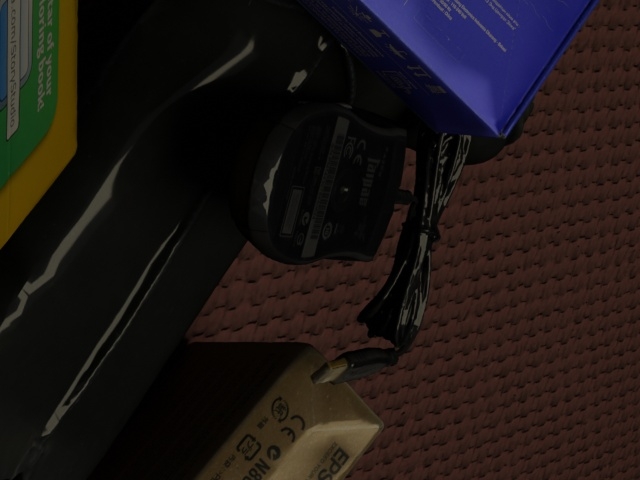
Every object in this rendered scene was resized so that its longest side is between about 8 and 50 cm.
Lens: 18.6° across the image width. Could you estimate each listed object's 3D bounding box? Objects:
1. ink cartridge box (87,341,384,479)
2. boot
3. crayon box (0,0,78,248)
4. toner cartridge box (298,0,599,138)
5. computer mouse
[{"bbox_3d":[-0.094,0.179,1.313,0.088,0.193,0.234,47,69,-17],"label":"ink cartridge box"},{"bbox_3d":[-0.064,-0.007,1.252,0.445,0.146,0.367,-59,141,-14],"label":"boot"},{"bbox_3d":[-0.207,-0.128,0.870,0.313,0.106,0.363,-63,163,-54],"label":"crayon box"},{"bbox_3d":[0.017,-0.227,1.100,0.348,0.075,0.165,42,74,-26],"label":"toner cartridge box"},{"bbox_3d":[0.000,0.000,1.188,0.262,0.060,0.184,-6,112,-61],"label":"computer mouse"}]
